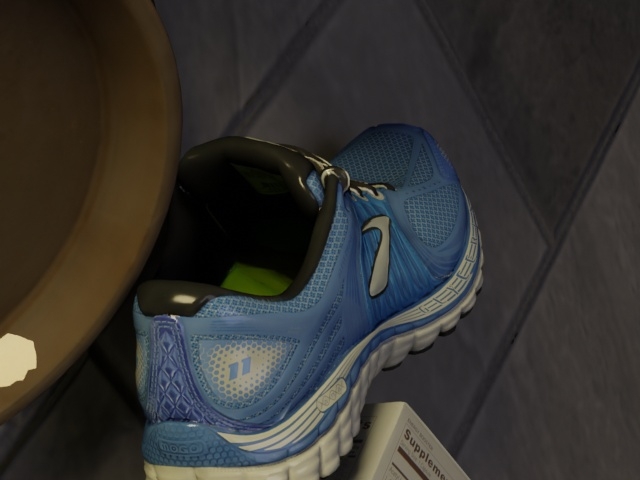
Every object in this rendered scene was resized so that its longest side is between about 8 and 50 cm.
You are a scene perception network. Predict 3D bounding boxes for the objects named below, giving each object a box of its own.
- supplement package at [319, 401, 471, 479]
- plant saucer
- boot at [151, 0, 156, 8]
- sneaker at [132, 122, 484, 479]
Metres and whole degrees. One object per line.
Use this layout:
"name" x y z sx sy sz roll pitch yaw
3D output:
"supplement package" -0.015 0.221 0.811 0.134 0.139 0.244 52 50 -33
"plant saucer" -0.180 -0.015 0.618 0.278 0.041 0.277 -26 136 -28
"boot" -0.170 -0.124 0.734 0.248 0.090 0.206 20 58 -47
"sneaker" 0.000 0.000 0.827 0.330 0.130 0.147 -52 137 -57
